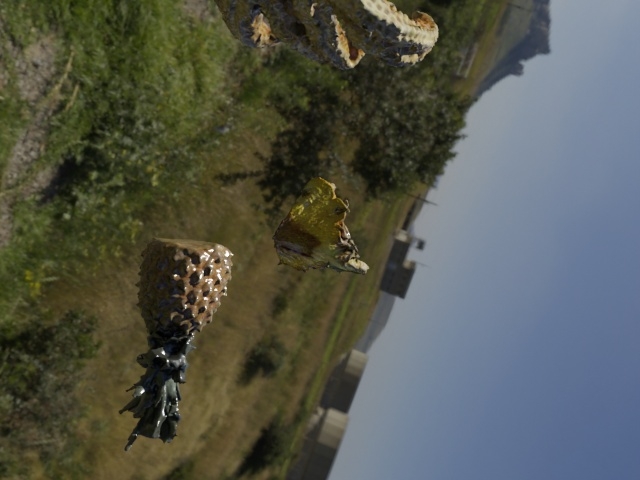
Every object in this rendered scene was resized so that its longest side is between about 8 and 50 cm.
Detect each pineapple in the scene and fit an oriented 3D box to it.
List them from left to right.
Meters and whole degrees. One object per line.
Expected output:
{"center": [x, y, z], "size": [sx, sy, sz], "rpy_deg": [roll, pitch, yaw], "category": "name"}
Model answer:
{"center": [-0.086, 0.061, 0.388], "size": [0.058, 0.058, 0.124], "rpy_deg": [-4, 101, -84], "category": "pineapple"}
{"center": [0.000, 0.000, 0.676], "size": [0.077, 0.114, 0.114], "rpy_deg": [-9, 126, -59], "category": "pineapple"}

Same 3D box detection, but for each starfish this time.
{"center": [-0.037, -0.160, 0.325], "size": [0.238, 0.216, 0.071], "rpy_deg": [90, 24, -72], "category": "starfish"}
